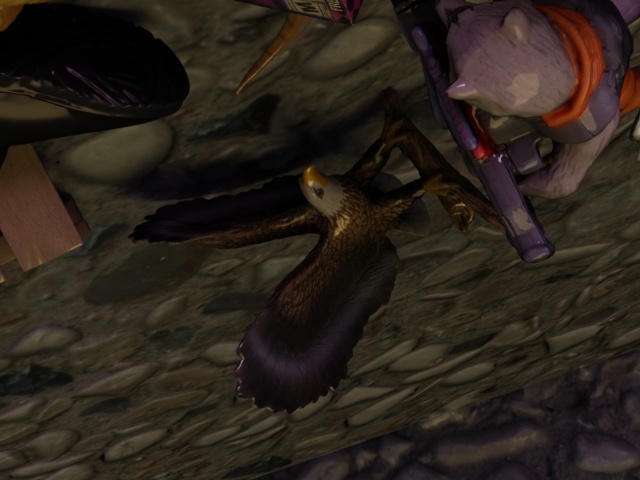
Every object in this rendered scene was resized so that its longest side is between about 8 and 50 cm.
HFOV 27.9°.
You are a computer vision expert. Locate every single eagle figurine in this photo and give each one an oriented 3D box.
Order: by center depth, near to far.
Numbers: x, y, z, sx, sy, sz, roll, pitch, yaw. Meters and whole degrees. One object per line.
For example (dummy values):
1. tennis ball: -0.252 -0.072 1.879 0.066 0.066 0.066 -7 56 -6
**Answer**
1. eagle figurine: -0.005 -0.006 1.254 0.298 0.226 0.225 -39 120 -1

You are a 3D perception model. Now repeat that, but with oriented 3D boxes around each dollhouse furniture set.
1. dollhouse furniture set: -0.289 -0.039 1.145 0.144 0.123 0.151 -24 -167 6

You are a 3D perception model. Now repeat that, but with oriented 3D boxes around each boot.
1. boot: -0.248 -0.082 0.991 0.246 0.094 0.207 1 145 -31

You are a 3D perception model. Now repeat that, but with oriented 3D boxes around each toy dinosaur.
1. toy dinosaur: -0.004 -0.206 1.009 0.112 0.064 0.211 1 144 -8

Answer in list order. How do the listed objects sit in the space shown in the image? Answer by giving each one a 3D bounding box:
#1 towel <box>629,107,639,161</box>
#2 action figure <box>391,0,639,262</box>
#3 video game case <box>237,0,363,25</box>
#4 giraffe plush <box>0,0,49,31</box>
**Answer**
1. towel: 0.357 -0.191 0.858 0.248 0.038 0.324 -5 131 -32
2. action figure: 0.149 -0.180 0.912 0.179 0.341 0.330 -24 -168 29
3. video game case: -0.093 -0.214 0.752 0.210 0.041 0.232 16 166 18
4. giraffe plush: -0.250 -0.122 0.752 0.181 0.170 0.210 -16 161 31
